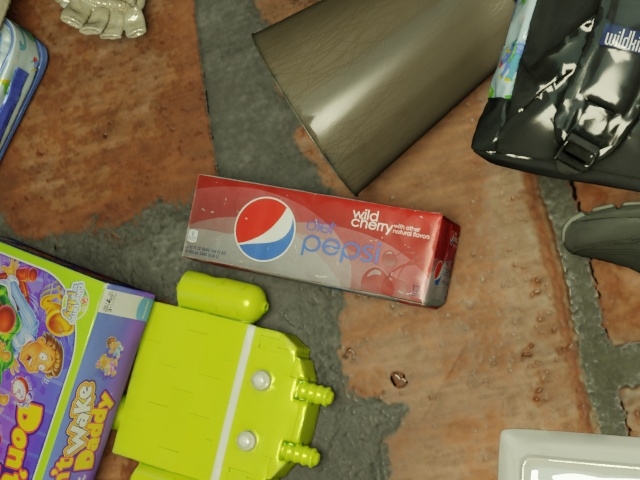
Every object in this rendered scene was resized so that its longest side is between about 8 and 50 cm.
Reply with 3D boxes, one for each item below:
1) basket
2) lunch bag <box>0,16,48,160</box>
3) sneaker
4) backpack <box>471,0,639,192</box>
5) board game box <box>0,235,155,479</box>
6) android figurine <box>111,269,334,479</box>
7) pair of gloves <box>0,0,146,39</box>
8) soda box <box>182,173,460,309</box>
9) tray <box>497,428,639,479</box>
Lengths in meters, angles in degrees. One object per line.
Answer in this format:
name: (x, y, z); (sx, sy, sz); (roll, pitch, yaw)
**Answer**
basket: (0.076, -0.188, 1.118); (0.227, 0.154, 0.204); (-34, 64, 7)
lunch bag: (-0.426, -0.166, 1.317); (0.176, 0.090, 0.219); (23, 89, 21)
sneaker: (0.344, 0.024, 1.003); (0.267, 0.101, 0.106); (6, 87, 20)
backpack: (0.307, -0.225, 0.996); (0.290, 0.273, 0.355); (10, 101, 11)
board game box: (-0.333, 0.183, 1.207); (0.233, 0.078, 0.347); (17, 88, 34)
android figurine: (-0.116, 0.161, 1.179); (0.273, 0.056, 0.248); (14, 86, 22)
pair of gloves: (-0.302, -0.307, 1.283); (0.240, 0.042, 0.204); (-2, 61, 4)
soda box: (0.000, 0.000, 1.146); (0.263, 0.083, 0.092); (11, 86, 20)
tray: (0.292, 0.253, 1.034); (0.270, 0.030, 0.145); (2, 83, 20)
